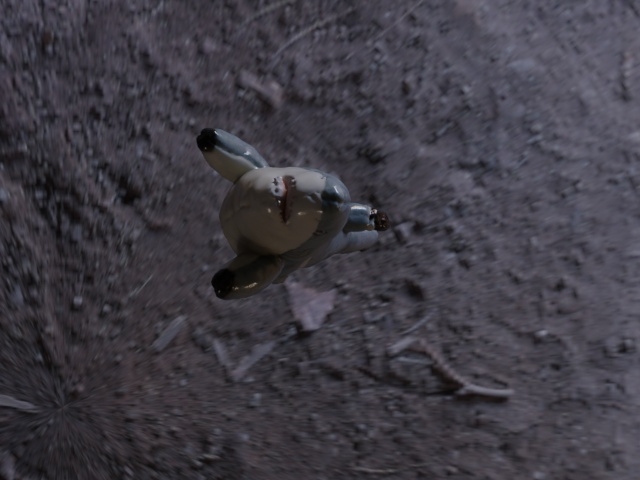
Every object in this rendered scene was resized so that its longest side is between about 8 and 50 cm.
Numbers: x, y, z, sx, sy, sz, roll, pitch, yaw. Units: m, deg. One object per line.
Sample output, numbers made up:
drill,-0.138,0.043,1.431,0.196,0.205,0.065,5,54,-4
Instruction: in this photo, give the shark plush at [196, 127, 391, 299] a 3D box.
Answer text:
shark plush,0.000,0.000,0.697,0.067,0.161,0.073,-9,70,15
